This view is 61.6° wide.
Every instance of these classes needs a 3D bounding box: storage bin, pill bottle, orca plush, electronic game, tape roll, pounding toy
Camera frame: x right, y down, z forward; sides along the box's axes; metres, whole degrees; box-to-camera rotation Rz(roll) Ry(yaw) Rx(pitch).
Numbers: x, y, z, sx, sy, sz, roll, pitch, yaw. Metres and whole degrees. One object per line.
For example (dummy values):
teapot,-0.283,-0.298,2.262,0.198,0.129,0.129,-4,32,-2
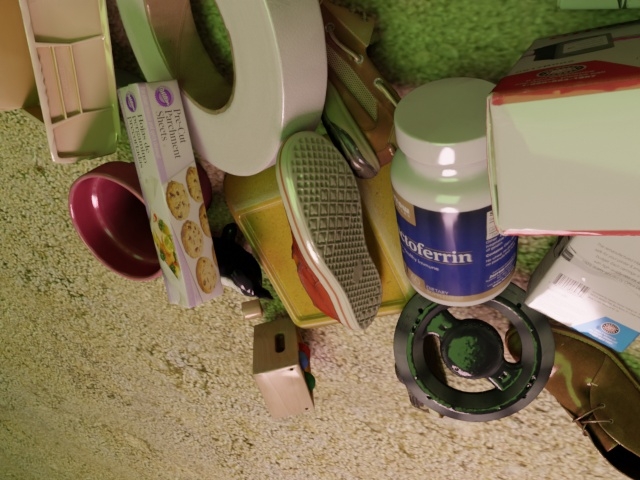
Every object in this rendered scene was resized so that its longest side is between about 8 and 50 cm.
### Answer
storage bin,-0.452,-0.287,0.857,0.262,0.123,0.260,31,131,30
pill bottle,0.167,-0.052,0.665,0.153,0.153,0.264,8,139,24
orca plush,-0.174,0.018,0.930,0.151,0.287,0.102,7,96,-22
electronic game,0.222,0.159,0.792,0.229,0.048,0.229,2,101,12
tape roll,-0.144,-0.272,0.685,0.392,0.072,0.392,37,144,33
pounding toy,-0.074,0.188,1.003,0.094,0.181,0.206,-14,124,3

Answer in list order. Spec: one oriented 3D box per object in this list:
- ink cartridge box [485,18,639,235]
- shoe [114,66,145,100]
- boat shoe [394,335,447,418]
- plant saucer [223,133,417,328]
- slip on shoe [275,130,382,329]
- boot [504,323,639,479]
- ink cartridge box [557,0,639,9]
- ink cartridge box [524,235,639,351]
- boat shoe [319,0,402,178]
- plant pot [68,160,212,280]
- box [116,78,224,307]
ink cartridge box,0.295,-0.122,0.495,0.226,0.306,0.131,-1,117,28
shoe,-0.308,-0.221,0.907,0.178,0.063,0.081,29,125,5
boat shoe,0.162,0.219,0.924,0.073,0.080,0.223,-5,123,29
plant saucer,0.015,0.009,0.872,0.333,0.081,0.332,-16,110,34
slip on shoe,0.000,0.000,0.721,0.101,0.123,0.331,15,144,32
boot,0.403,0.236,0.788,0.305,0.115,0.112,36,134,6
ink cartridge box,0.323,-0.291,0.531,0.150,0.063,0.109,10,123,23
ink cartridge box,0.377,0.031,0.692,0.140,0.082,0.190,28,127,10
boat shoe,0.020,-0.241,0.702,0.120,0.122,0.324,-30,93,4
plant pot,-0.289,-0.059,0.923,0.201,0.180,0.201,13,124,20
box,-0.214,-0.063,0.780,0.063,0.067,0.324,4,108,44
